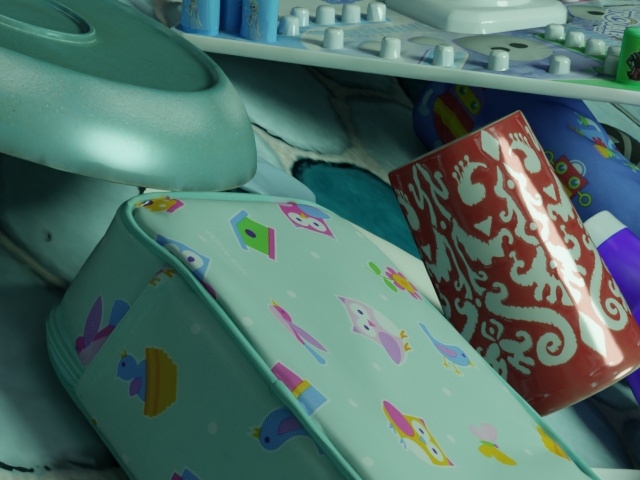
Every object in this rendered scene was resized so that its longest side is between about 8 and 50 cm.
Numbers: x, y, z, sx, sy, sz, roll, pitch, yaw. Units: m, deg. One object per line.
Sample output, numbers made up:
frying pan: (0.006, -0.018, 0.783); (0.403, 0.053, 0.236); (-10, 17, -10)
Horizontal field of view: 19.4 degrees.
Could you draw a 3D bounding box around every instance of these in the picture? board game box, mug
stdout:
board game box: (0.122, -0.194, 1.448); (0.390, 0.050, 0.390); (8, 20, 10)
mug: (0.105, 0.021, 1.153); (0.113, 0.150, 0.169); (-28, 94, -45)

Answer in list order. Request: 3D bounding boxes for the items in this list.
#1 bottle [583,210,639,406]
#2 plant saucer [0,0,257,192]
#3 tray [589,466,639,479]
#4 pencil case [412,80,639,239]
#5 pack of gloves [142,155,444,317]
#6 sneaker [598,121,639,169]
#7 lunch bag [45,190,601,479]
bottle: (0.270, 0.096, 1.247); (0.283, 0.092, 0.118); (45, 29, 18)
plant saucer: (-0.174, -0.113, 1.006); (0.317, 0.044, 0.317); (22, 14, -6)
tray: (0.213, 0.199, 1.126); (0.270, 0.030, 0.145); (10, 36, -48)
pencil case: (0.202, -0.029, 1.422); (0.306, 0.119, 0.133); (49, 22, 24)
pack of gloves: (0.000, 0.000, 1.164); (0.232, 0.046, 0.195); (31, 25, -17)
sneaker: (0.261, -0.037, 1.590); (0.078, 0.067, 0.188); (19, 32, -51)
lunch bag: (0.014, 0.099, 0.919); (0.279, 0.108, 0.224); (49, 24, 23)
